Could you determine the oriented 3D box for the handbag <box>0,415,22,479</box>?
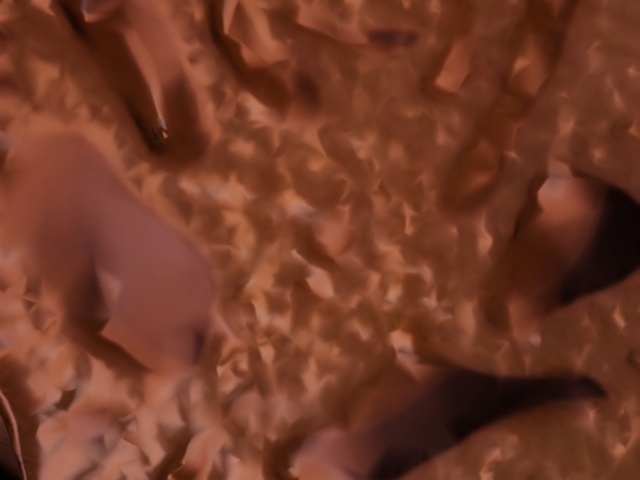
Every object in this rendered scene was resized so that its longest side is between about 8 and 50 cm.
[{"bbox_3d":[-0.124,0.038,0.785,0.183,0.117,0.270,34,106,-6],"label":"handbag"}]

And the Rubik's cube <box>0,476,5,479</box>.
[{"bbox_3d":[-0.229,0.207,0.707,0.284,0.234,0.250,-4,125,25],"label":"Rubik's cube"}]

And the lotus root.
[{"bbox_3d":[0.000,0.000,0.681,0.391,0.111,0.374,28,83,-3],"label":"lotus root"}]
